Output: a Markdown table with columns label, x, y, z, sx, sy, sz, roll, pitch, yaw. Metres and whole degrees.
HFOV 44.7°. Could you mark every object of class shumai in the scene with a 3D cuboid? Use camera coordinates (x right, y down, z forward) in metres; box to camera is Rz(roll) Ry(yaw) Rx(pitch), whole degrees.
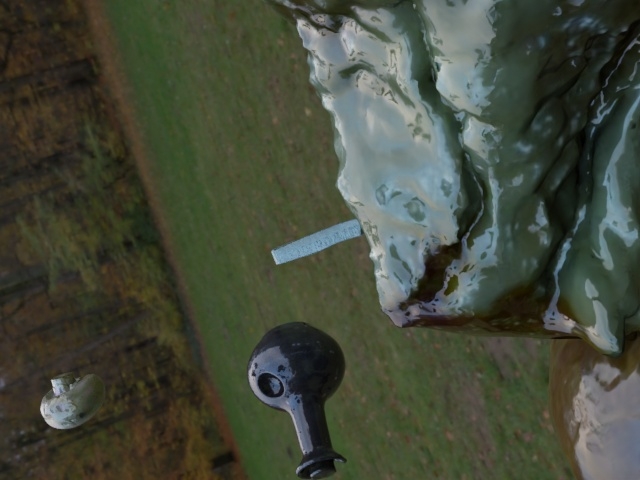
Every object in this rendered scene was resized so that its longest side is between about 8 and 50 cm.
| label | x | y | z | sx | sy | sz | roll | pitch | yaw |
| --- | --- | --- | --- | --- | --- | --- | --- | --- | --- |
| shumai | 0.148 | -0.084 | 0.575 | 0.324 | 0.398 | 0.323 | 7 | 100 | 47 |

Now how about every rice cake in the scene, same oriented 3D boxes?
| label | x | y | z | sx | sy | sz | roll | pitch | yaw |
| --- | --- | --- | --- | --- | --- | --- | --- | --- | --- |
| rice cake | 0.000 | 0.001 | 1.262 | 0.029 | 0.171 | 0.033 | -22 | -88 | -75 |

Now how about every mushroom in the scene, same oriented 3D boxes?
| label | x | y | z | sx | sy | sz | roll | pitch | yaw |
| --- | --- | --- | --- | --- | --- | --- | --- | --- | --- |
| mushroom | -0.319 | 0.202 | 1.002 | 0.067 | 0.084 | 0.083 | 69 | 167 | -8 |

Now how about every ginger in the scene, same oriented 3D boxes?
| label | x | y | z | sx | sy | sz | roll | pitch | yaw |
| --- | --- | --- | --- | --- | --- | --- | --- | --- | --- |
| ginger | 0.302 | 0.148 | 0.695 | 0.269 | 0.223 | 0.200 | 14 | 113 | 42 |

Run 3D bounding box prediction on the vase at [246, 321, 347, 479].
| label | x | y | z | sx | sy | sz | roll | pitch | yaw |
| --- | --- | --- | --- | --- | --- | --- | --- | --- | --- |
| vase | -0.018 | 0.189 | 0.915 | 0.120 | 0.120 | 0.182 | 90 | 165 | -54 |
